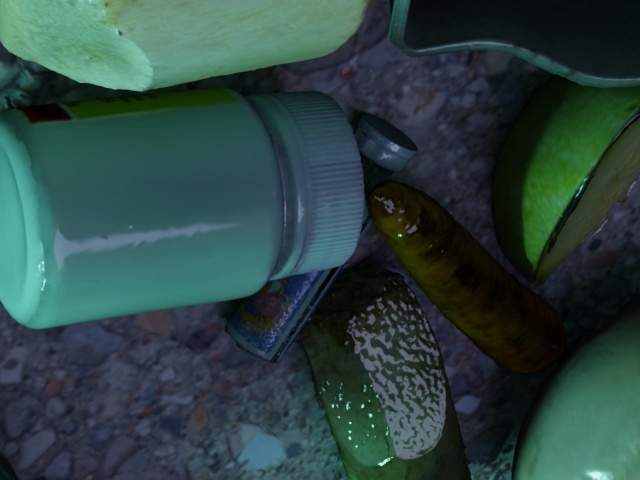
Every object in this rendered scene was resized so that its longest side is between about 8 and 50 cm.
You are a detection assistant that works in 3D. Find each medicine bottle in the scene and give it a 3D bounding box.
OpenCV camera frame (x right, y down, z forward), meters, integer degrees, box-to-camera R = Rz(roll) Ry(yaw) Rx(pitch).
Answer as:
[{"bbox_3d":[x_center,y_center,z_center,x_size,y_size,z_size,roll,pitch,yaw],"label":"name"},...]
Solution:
[{"bbox_3d":[-0.097,-0.026,1.115,0.225,0.139,0.139,-8,126,-26],"label":"medicine bottle"},{"bbox_3d":[0.000,0.000,1.254,0.051,0.051,0.191,21,109,-39],"label":"medicine bottle"}]

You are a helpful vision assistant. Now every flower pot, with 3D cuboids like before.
[{"bbox_3d":[0.145,-0.177,1.137,0.229,0.108,0.103,6,134,-19],"label":"flower pot"}]

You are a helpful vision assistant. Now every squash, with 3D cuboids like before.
[{"bbox_3d":[0.218,-0.050,1.280,0.204,0.155,0.237,29,104,-39],"label":"squash"}]

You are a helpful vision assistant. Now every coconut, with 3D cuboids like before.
[{"bbox_3d":[-0.070,-0.206,0.939,0.244,0.239,0.239,-15,129,-16],"label":"coconut"}]

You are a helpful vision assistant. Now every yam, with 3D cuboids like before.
[{"bbox_3d":[0.056,0.142,1.360,0.106,0.106,0.259,-28,133,-10],"label":"yam"}]

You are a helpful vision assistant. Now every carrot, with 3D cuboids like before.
[{"bbox_3d":[0.111,0.029,1.300,0.066,0.066,0.314,-43,144,4],"label":"carrot"}]

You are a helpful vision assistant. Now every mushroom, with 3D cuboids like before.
[{"bbox_3d":[0.320,0.198,1.422,0.297,0.290,0.297,-20,140,-18],"label":"mushroom"}]

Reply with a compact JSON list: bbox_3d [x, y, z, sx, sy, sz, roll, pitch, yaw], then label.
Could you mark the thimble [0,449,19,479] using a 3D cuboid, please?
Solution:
[{"bbox_3d":[-0.282,0.207,1.159,0.236,0.172,0.205,28,108,-39],"label":"thimble"}]
